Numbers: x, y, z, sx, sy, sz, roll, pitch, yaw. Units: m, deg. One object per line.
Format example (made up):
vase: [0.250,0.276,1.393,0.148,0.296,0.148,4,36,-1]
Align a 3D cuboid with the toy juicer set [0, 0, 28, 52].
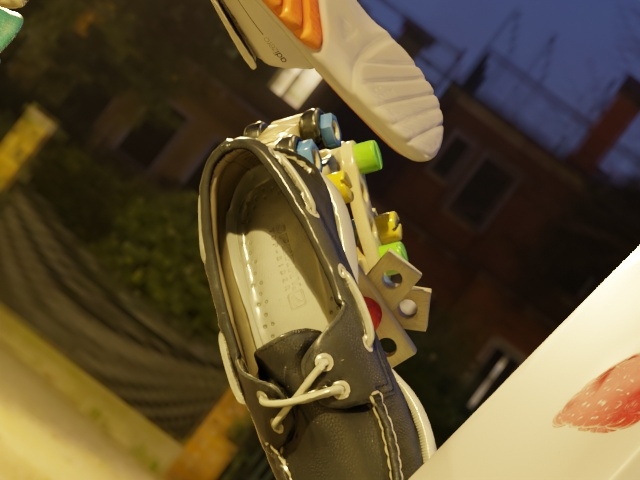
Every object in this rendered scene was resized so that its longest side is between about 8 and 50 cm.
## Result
toy juicer set: [-0.240,-0.136,1.173,0.329,0.209,0.089,-20,-64,38]

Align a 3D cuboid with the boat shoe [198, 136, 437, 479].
boat shoe: [-0.013,0.074,1.102,0.091,0.114,0.302,33,31,-57]

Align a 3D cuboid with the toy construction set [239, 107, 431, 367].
toy construction set: [0.000,0.000,1.515,0.327,0.151,0.215,-104,176,-76]

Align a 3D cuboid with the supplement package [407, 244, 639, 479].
supplement package: [0.201,0.139,0.982,0.175,0.293,0.177,55,-26,-15]

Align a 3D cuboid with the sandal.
sandal: [-0.019,-0.145,1.212,0.265,0.076,0.102,50,36,-18]
